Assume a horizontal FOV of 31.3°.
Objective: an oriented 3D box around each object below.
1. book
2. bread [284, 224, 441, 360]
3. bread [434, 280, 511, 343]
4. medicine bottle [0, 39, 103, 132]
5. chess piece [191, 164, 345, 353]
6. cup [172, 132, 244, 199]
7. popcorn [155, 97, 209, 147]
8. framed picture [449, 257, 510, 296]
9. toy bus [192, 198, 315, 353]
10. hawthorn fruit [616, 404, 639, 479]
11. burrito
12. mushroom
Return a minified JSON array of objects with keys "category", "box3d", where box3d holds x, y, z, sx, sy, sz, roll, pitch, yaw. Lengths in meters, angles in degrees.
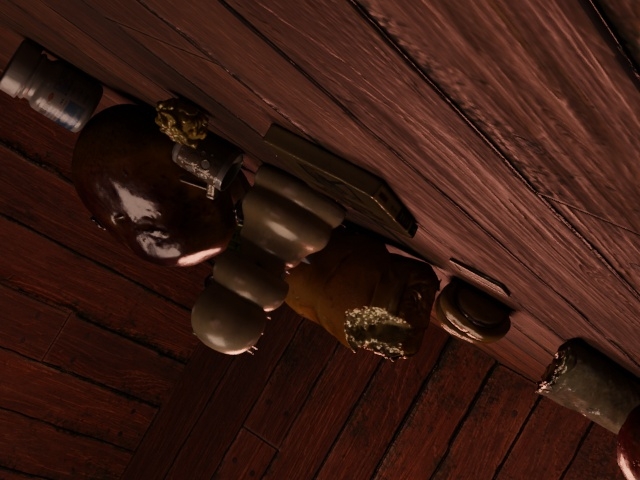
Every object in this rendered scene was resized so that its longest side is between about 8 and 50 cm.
[{"category":"book","box3d":[0.029,-0.069,1.413,0.161,0.026,0.231,29,177,20]},{"category":"bread","box3d":[0.052,0.077,2.006,0.149,0.195,0.344,9,-172,-32]},{"category":"bread","box3d":[0.256,0.132,1.966,0.134,0.081,0.225,28,176,8]},{"category":"medicine bottle","box3d":[-0.489,-0.278,2.075,0.168,0.105,0.105,31,176,-20]},{"category":"chess piece","box3d":[-0.097,0.044,1.838,0.167,0.299,0.167,28,177,1]},{"category":"cup","box3d":[-0.185,-0.130,1.863,0.099,0.074,0.102,32,157,7]},{"category":"popcorn","box3d":[-0.197,-0.169,1.607,0.083,0.057,0.082,33,175,0]},{"category":"framed picture","box3d":[0.231,0.054,1.657,0.089,0.006,0.066,29,177,23]},{"category":"toy bus","box3d":[-0.104,0.047,1.966,0.139,0.301,0.113,21,171,17]},{"category":"hawthorn fruit","box3d":[0.517,0.308,1.639,0.181,0.181,0.235,29,176,21]},{"category":"burrito","box3d":[0.454,0.247,1.871,0.348,0.107,0.175,30,164,-31]},{"category":"mushroom","box3d":[-0.291,-0.107,2.112,0.345,0.259,0.345,29,143,24]}]
